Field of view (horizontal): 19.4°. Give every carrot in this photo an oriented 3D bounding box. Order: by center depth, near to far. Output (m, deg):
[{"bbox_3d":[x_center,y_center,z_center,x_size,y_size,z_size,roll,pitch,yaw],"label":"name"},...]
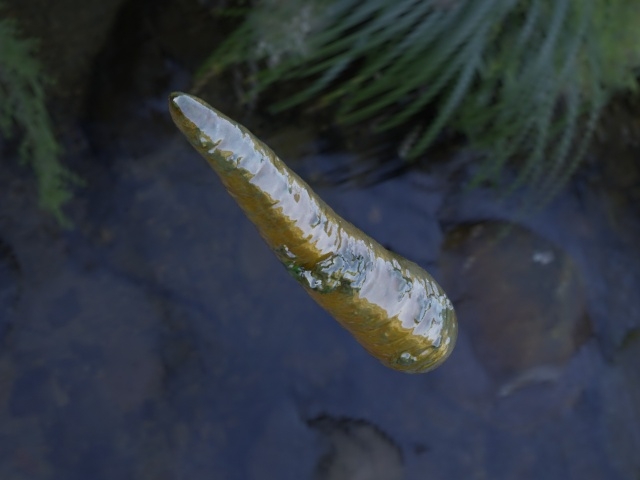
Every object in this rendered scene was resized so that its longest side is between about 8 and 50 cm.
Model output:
[{"bbox_3d":[0.000,0.000,0.801,0.254,0.049,0.049,43,45,-53],"label":"carrot"}]
